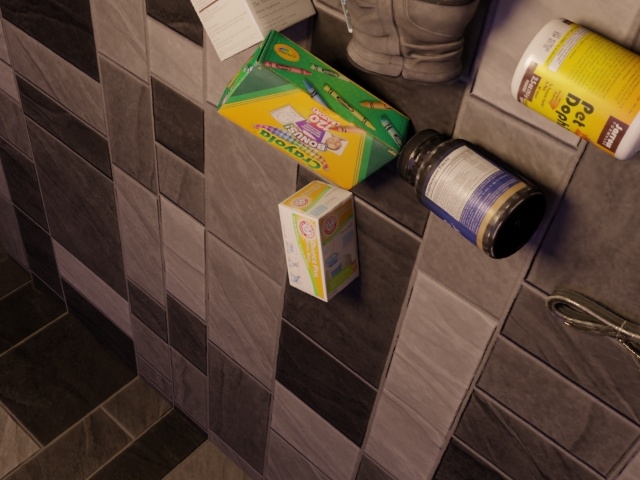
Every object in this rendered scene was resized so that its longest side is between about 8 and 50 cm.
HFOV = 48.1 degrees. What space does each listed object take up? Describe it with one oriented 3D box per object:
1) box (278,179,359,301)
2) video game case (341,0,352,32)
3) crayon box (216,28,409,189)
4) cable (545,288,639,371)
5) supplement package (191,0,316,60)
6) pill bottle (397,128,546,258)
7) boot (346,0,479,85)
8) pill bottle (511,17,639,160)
[{"bbox_3d":[0.000,0.000,1.433,0.103,0.114,0.203,22,133,35],"label":"box"},{"bbox_3d":[0.096,-0.405,1.068,0.190,0.022,0.173,8,125,43],"label":"video game case"},{"bbox_3d":[-0.012,-0.209,1.197,0.278,0.081,0.165,29,150,-19],"label":"crayon box"},{"bbox_3d":[0.465,0.158,1.073,0.287,0.072,0.139,32,157,23],"label":"cable"},{"bbox_3d":[-0.141,-0.449,1.190,0.133,0.139,0.244,-8,115,50],"label":"supplement package"},{"bbox_3d":[0.224,-0.079,1.098,0.219,0.122,0.123,43,145,35],"label":"pill bottle"},{"bbox_3d":[0.051,-0.329,0.997,0.338,0.118,0.223,24,154,7],"label":"boot"},{"bbox_3d":[0.355,-0.178,0.888,0.215,0.117,0.117,36,141,22],"label":"pill bottle"}]
